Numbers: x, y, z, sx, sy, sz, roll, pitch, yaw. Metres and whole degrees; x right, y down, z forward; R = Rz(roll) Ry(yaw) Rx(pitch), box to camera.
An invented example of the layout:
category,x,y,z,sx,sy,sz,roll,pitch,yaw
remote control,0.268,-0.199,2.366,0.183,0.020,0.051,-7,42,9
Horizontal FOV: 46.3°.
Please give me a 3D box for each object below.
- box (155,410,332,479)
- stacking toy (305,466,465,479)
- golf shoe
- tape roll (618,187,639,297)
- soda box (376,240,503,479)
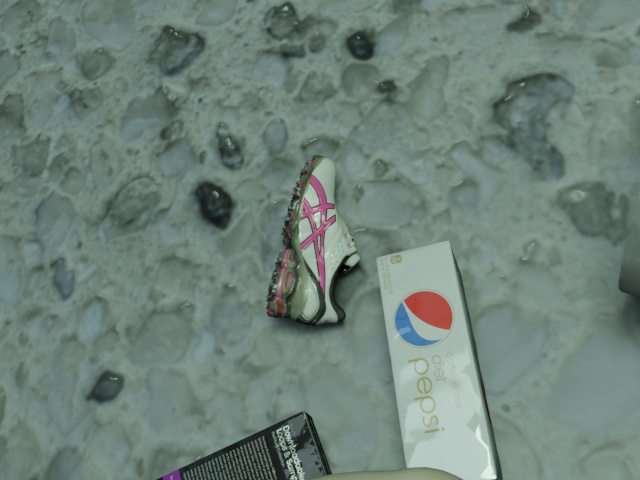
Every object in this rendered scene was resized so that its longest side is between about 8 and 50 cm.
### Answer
category,x,y,z,sx,sy,sz,roll,pitch,yaw
box,-0.063,0.244,0.685,0.162,0.029,0.116,-27,60,7
stacking toy,0.060,0.411,0.424,0.350,0.350,0.480,16,96,26
golf shoe,0.000,0.000,0.770,0.085,0.067,0.186,12,67,-4
tape roll,0.304,-0.053,0.589,0.072,0.219,0.219,19,72,27
soda box,0.104,0.114,0.666,0.073,0.069,0.216,-13,61,13
